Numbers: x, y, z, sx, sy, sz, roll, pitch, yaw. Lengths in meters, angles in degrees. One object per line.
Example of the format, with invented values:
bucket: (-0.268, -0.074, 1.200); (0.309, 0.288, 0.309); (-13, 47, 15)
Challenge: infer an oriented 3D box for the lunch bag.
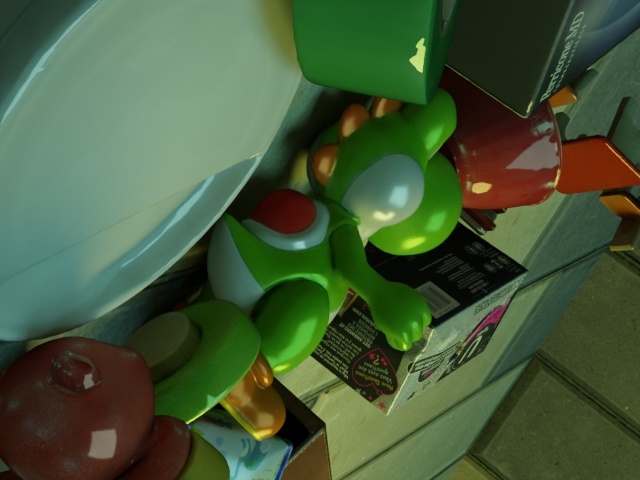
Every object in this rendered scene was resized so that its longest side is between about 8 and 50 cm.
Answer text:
lunch bag: (-0.115, 0.232, 1.123); (0.129, 0.096, 0.151); (21, 92, -37)

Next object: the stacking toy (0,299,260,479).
stacking toy: (-0.197, 0.110, 0.823); (0.309, 0.130, 0.279); (-21, -157, 26)

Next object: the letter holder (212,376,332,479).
letter holder: (-0.113, 0.275, 1.343); (0.214, 0.152, 0.302); (-43, 159, -18)

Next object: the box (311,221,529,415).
box: (0.109, 0.078, 1.464); (0.247, 0.163, 0.142); (-24, 145, -52)

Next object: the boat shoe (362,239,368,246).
boat shoe: (0.003, 0.036, 1.327); (0.048, 0.056, 0.153); (-5, 129, -52)

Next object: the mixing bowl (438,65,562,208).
mixing bowl: (0.152, -0.102, 1.261); (0.098, 0.181, 0.181); (-25, 151, -23)

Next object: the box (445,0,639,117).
box: (0.228, -0.309, 1.027); (0.294, 0.183, 0.296); (-37, 155, -33)

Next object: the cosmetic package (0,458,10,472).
cosmetic package: (-0.261, 0.379, 1.097); (0.377, 0.098, 0.284); (85, 19, -63)

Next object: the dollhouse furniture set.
dollhouse furniture set: (0.272, -0.083, 1.436); (0.135, 0.262, 0.259); (-56, -160, -18)

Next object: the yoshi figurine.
yoshi figurine: (0.018, 0.018, 1.154); (0.362, 0.204, 0.203); (-50, 177, -11)

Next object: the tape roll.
tape roll: (0.058, -0.242, 0.708); (0.321, 0.077, 0.321); (12, 90, -82)

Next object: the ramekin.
ramekin: (-0.138, -0.085, 0.684); (0.273, 0.127, 0.273); (-44, 159, -22)
